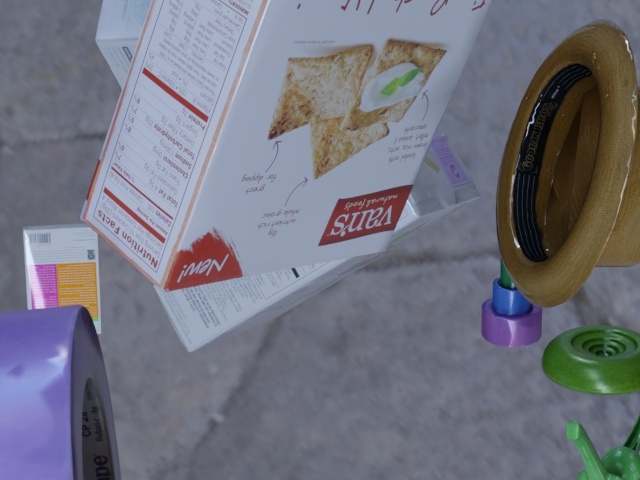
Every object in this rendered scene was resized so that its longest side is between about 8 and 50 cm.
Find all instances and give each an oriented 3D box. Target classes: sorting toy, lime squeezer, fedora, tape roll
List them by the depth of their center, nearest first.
[{"bbox_3d":[-0.132,0.125,0.727,0.080,0.189,0.189,-7,62,-2],"label":"tape roll"},{"bbox_3d":[0.185,-0.046,1.110,0.079,0.194,0.194,13,65,-18],"label":"fedora"},{"bbox_3d":[0.306,0.084,1.691,0.127,0.126,0.365,-20,29,-38],"label":"sorting toy"},{"bbox_3d":[0.312,0.229,1.811,0.059,0.310,0.110,-13,87,27],"label":"lime squeezer"}]

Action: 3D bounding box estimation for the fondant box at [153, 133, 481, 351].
[{"bbox_3d":[0.000,0.000,1.967,0.330,0.238,0.096,-30,85,23],"label":"fondant box"}]

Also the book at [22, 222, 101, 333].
[{"bbox_3d":[-0.336,0.051,2.190,0.096,0.035,0.144,-2,106,-9],"label":"book"}]

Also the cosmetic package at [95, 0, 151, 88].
[{"bbox_3d":[-0.140,-0.308,2.102,0.225,0.138,0.224,0,61,13],"label":"cosmetic package"}]

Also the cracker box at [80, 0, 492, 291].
[{"bbox_3d":[0.001,-0.096,0.745,0.067,0.156,0.232,39,121,30],"label":"cracker box"}]
